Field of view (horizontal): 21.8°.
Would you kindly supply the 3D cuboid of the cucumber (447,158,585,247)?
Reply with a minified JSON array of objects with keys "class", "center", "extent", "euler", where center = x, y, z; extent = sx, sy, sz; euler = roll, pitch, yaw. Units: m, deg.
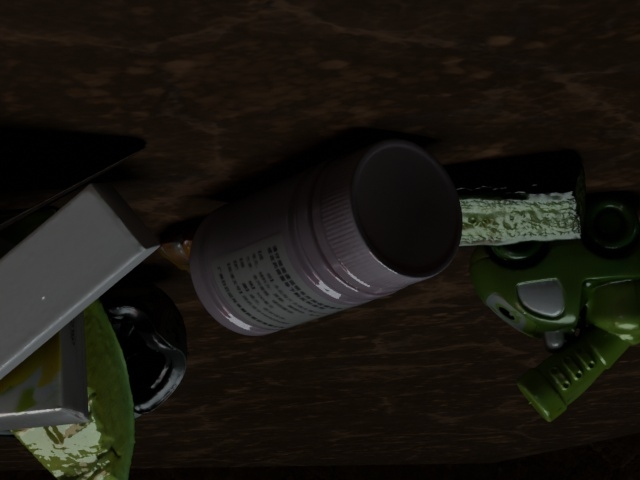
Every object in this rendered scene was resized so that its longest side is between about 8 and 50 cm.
[{"class":"cucumber","center":[0.137,-0.038,1.536],"extent":[0.211,0.062,0.078],"euler":[-2,134,15]}]

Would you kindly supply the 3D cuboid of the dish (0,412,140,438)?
[{"class":"dish","center":[-0.369,0.196,2.094],"extent":[0.243,0.080,0.182],"euler":[8,-158,-40]}]

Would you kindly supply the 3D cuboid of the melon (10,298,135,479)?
[{"class":"melon","center":[-0.296,0.158,1.766],"extent":[0.196,0.124,0.323],"euler":[-14,131,11]}]

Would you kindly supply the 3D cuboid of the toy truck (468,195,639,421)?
[{"class":"toy truck","center":[0.263,0.057,1.692],"extent":[0.187,0.210,0.148],"euler":[-23,167,-2]}]

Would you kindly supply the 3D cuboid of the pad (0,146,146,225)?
[{"class":"pad","center":[-0.271,-0.005,1.350],"extent":[0.266,0.002,0.176],"euler":[-32,-175,-38]}]

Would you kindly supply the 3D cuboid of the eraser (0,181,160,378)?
[{"class":"eraser","center":[-0.281,0.071,1.453],"extent":[0.298,0.076,0.078],"euler":[-39,179,5]}]

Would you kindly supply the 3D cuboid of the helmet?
[{"class":"helmet","center":[-0.225,0.097,1.850],"extent":[0.177,0.107,0.153],"euler":[22,136,-1]}]

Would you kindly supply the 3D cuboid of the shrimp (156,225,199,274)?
[{"class":"shrimp","center":[-0.070,0.025,1.720],"extent":[0.150,0.068,0.248],"euler":[2,167,33]}]

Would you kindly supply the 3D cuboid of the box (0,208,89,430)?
[{"class":"box","center":[-0.358,0.085,1.576],"extent":[0.260,0.194,0.111],"euler":[-6,167,2]}]

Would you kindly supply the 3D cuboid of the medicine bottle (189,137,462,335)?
[{"class":"medicine bottle","center":[0.000,0.000,1.477],"extent":[0.133,0.133,0.249],"euler":[5,162,-36]}]
